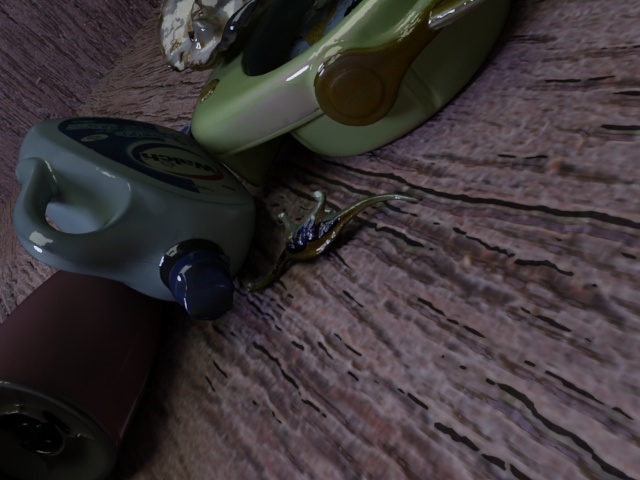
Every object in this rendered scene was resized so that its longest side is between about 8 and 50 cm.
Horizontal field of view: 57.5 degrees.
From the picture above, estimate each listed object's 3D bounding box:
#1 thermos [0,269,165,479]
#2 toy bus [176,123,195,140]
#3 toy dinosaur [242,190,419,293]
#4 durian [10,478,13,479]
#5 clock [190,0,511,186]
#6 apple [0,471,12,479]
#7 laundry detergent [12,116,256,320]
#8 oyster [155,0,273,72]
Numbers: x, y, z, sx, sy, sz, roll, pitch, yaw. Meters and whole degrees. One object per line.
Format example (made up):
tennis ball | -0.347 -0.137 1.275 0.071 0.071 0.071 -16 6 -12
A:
thermos | -0.235 0.089 0.580 0.176 0.146 0.265 -21 31 20
toy bus | -0.209 -0.118 0.860 0.052 0.037 0.131 -23 42 35
toy dinosaur | -0.003 -0.013 0.485 0.180 0.037 0.058 -35 58 38
durian | -0.434 0.260 0.631 0.157 0.169 0.355 -23 46 39
clock | 0.040 -0.201 0.546 0.348 0.117 0.286 -4 54 50
apple | -0.358 0.272 0.413 0.317 0.288 0.288 -38 30 49
laundry detergent | -0.163 -0.021 0.536 0.280 0.215 0.105 50 128 48
oyster | -0.034 -0.259 0.528 0.345 0.078 0.129 -24 60 33
